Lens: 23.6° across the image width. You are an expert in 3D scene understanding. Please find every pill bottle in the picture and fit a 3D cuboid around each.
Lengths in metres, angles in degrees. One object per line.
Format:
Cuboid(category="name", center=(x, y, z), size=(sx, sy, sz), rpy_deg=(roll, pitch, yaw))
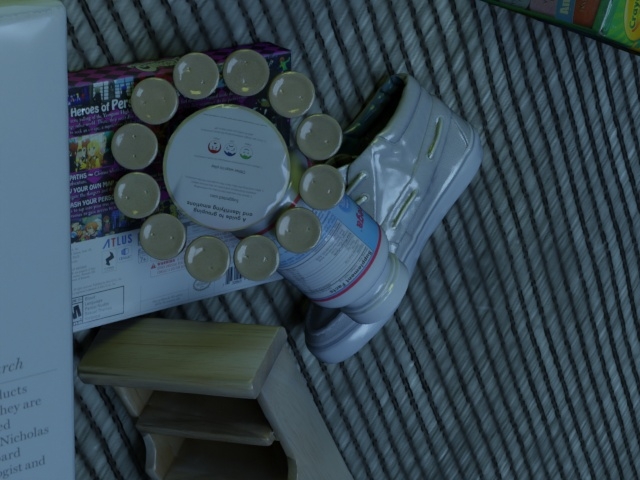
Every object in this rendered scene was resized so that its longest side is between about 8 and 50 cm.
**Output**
Cuboid(category="pill bottle", center=(0.000, 0.000, 1.273), size=(0.160, 0.087, 0.087), rpy_deg=(41, 82, -32))

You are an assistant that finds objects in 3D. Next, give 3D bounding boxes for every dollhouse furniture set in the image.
Cuboid(category="dollhouse furniture set", center=(-0.131, 0.289, 1.207), size=(0.394, 0.362, 0.256), rpy_deg=(-62, 141, -38))

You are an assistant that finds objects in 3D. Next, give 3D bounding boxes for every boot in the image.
Cuboid(category="boot", center=(0.035, -0.025, 1.376), size=(0.123, 0.095, 0.258), rpy_deg=(38, 78, -34))

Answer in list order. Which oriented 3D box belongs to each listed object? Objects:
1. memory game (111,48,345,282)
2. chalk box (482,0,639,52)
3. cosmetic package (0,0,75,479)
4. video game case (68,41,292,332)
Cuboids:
Cuboid(category="memory game", center=(-0.071, -0.057, 1.187), size=(0.186, 0.012, 0.186), rpy_deg=(0, 94, -3))
Cuboid(category="chalk box", center=(0.267, -0.268, 1.379), size=(0.289, 0.179, 0.180), rpy_deg=(9, 103, -41))
Cuboid(category="cosmetic package", center=(-0.286, 0.042, 1.041), size=(0.161, 0.230, 0.453), rpy_deg=(-12, 116, -34))
Cuboid(category="video game case", center=(-0.128, -0.045, 1.254), size=(0.232, 0.042, 0.210), rpy_deg=(-15, 118, -34))
